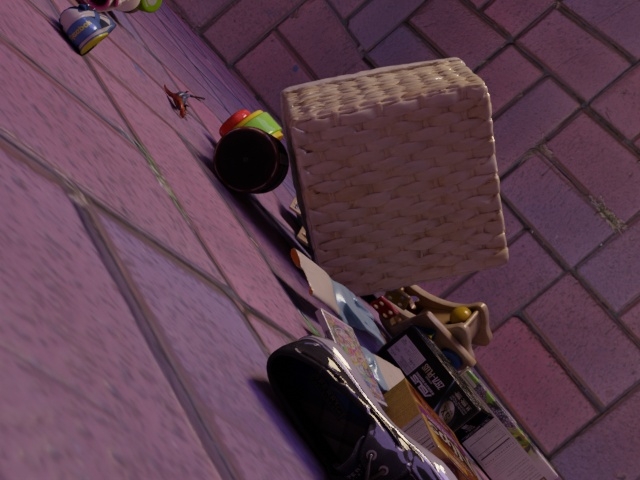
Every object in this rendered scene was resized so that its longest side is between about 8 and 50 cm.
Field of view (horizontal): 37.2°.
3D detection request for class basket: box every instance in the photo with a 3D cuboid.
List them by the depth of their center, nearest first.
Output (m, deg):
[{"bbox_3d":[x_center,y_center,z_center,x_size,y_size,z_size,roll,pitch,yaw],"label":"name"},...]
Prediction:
[{"bbox_3d":[0.123,-0.104,1.561,0.266,0.331,0.328,-105,-176,-72],"label":"basket"}]

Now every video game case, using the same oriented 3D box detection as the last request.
[{"bbox_3d":[0.038,0.146,1.171,0.087,0.011,0.122,38,23,-53],"label":"video game case"}]

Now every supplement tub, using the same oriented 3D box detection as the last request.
[{"bbox_3d":[-0.108,-0.128,1.548,0.106,0.106,0.198,50,5,1],"label":"supplement tub"}]

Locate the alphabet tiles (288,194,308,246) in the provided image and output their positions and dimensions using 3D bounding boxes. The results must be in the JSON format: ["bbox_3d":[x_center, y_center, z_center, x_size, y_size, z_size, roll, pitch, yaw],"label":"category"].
[{"bbox_3d":[0.029,-0.025,1.851,0.198,0.009,0.237,35,29,-5],"label":"alphabet tiles"}]

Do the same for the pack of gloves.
[{"bbox_3d":[0.037,0.138,1.305,0.232,0.046,0.195,39,23,-50],"label":"pack of gloves"}]

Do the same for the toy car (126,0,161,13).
[{"bbox_3d":[-0.404,-0.525,1.801,0.155,0.149,0.188,24,7,41],"label":"toy car"}]

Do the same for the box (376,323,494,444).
[{"bbox_3d":[0.189,0.237,1.559,0.180,0.077,0.147,52,6,22],"label":"box"}]

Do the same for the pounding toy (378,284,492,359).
[{"bbox_3d":[0.223,0.138,1.850,0.269,0.155,0.154,-4,-58,50],"label":"pounding toy"}]

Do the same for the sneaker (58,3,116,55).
[{"bbox_3d":[-0.311,-0.287,1.263,0.059,0.053,0.144,46,5,-16],"label":"sneaker"}]

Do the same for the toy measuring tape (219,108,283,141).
[{"bbox_3d":[-0.120,-0.184,1.797,0.121,0.121,0.330,50,5,2],"label":"toy measuring tape"}]

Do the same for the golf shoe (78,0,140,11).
[{"bbox_3d":[-0.379,-0.437,1.623,0.306,0.115,0.140,41,35,-78],"label":"golf shoe"}]

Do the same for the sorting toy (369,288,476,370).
[{"bbox_3d":[0.192,0.198,1.761,0.274,0.046,0.132,47,-31,-7],"label":"sorting toy"}]

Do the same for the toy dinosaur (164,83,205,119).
[{"bbox_3d":[-0.244,-0.235,1.639,0.090,0.047,0.082,17,13,6],"label":"toy dinosaur"}]

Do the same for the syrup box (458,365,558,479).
[{"bbox_3d":[0.300,0.341,1.656,0.237,0.096,0.093,49,5,9],"label":"syrup box"}]

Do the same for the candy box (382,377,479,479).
[{"bbox_3d":[0.133,0.251,1.136,0.109,0.053,0.186,49,6,-17],"label":"candy box"}]

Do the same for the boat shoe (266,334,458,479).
[{"bbox_3d":[0.034,0.171,0.775,0.228,0.080,0.076,55,24,21],"label":"boat shoe"}]

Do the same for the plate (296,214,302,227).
[{"bbox_3d":[0.000,0.000,1.974,0.188,0.024,0.188,51,5,-6],"label":"plate"}]

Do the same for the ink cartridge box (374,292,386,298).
[{"bbox_3d":[0.108,0.057,2.078,0.176,0.069,0.371,54,-1,27],"label":"ink cartridge box"}]
